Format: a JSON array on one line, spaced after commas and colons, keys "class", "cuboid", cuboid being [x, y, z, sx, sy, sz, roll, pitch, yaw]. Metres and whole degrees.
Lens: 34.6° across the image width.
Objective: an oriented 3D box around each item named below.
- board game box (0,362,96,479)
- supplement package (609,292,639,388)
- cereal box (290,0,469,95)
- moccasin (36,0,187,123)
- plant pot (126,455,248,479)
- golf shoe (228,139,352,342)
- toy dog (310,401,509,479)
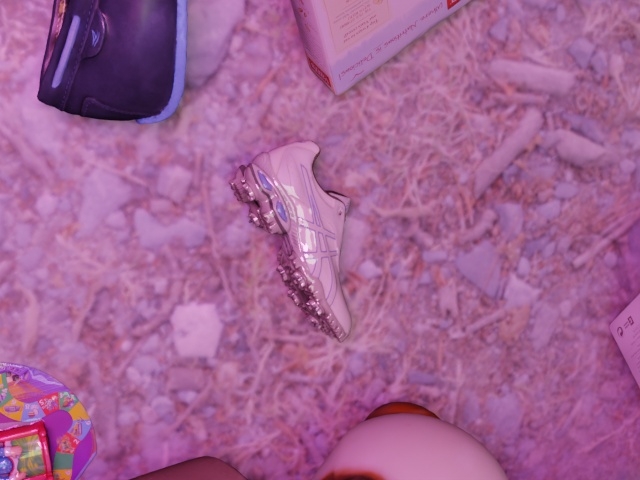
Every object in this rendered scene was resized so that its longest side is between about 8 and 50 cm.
[{"class": "board game box", "cuboid": [-0.257, 0.183, 0.809, 0.133, 0.033, 0.169, 38, 87, -24]}, {"class": "supplement package", "cuboid": [0.433, 0.127, 0.911, 0.198, 0.199, 0.263, -11, 62, -19]}, {"class": "cereal box", "cuboid": [0.049, -0.234, 0.756, 0.173, 0.047, 0.240, -36, 153, -10]}, {"class": "moccasin", "cuboid": [-0.150, -0.249, 0.702, 0.116, 0.137, 0.342, -2, 102, -16]}, {"class": "plant pot", "cuboid": [-0.138, 0.288, 0.781, 0.229, 0.263, 0.263, -28, 111, -31]}, {"class": "golf shoe", "cuboid": [0.000, 0.000, 0.854, 0.086, 0.069, 0.176, -32, 112, -18]}, {"class": "toy dog", "cuboid": [0.164, 0.302, 0.825, 0.407, 0.284, 0.396, 26, 121, 8]}]
